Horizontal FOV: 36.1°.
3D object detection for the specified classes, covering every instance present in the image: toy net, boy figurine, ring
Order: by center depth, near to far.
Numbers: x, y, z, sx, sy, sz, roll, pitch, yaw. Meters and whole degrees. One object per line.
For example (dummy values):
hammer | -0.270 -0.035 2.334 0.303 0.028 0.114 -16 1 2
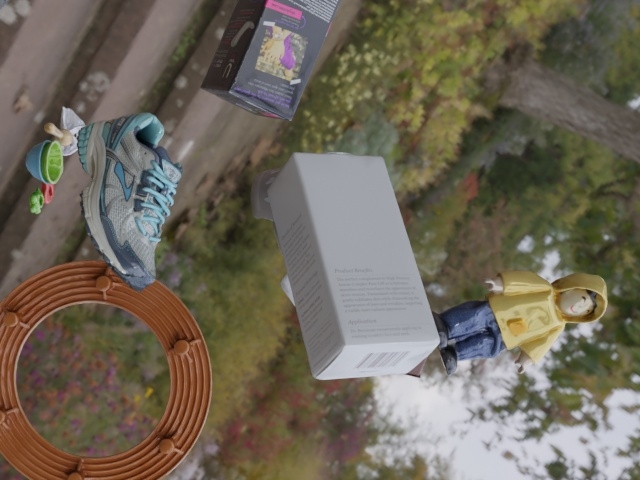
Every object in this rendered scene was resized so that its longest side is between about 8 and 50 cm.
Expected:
ring | -0.318 0.195 1.355 0.336 0.337 0.032 -55 179 3
boy figurine | 0.320 0.128 1.558 0.285 0.177 0.092 -16 -161 2
toy net | -0.419 -0.138 1.592 0.232 0.045 0.122 -77 168 -60

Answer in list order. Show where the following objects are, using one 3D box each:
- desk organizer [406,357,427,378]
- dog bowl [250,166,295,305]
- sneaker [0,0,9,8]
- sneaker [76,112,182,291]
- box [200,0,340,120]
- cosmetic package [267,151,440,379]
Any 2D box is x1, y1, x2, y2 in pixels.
desk organizer | 0.081 0.141 1.340 0.047 0.130 0.050 -80 -175 -50
dog bowl | 0.000 0.000 1.939 0.102 0.348 0.349 -26 -169 19
sneaker | -0.293 -0.292 0.632 0.124 0.295 0.178 -29 158 18
sneaker | -0.241 -0.066 1.280 0.122 0.283 0.110 -22 145 6
box | -0.093 -0.380 1.867 0.165 0.143 0.270 23 -90 62
cosmetic package | 0.030 0.024 1.037 0.085 0.117 0.231 -51 -135 49
